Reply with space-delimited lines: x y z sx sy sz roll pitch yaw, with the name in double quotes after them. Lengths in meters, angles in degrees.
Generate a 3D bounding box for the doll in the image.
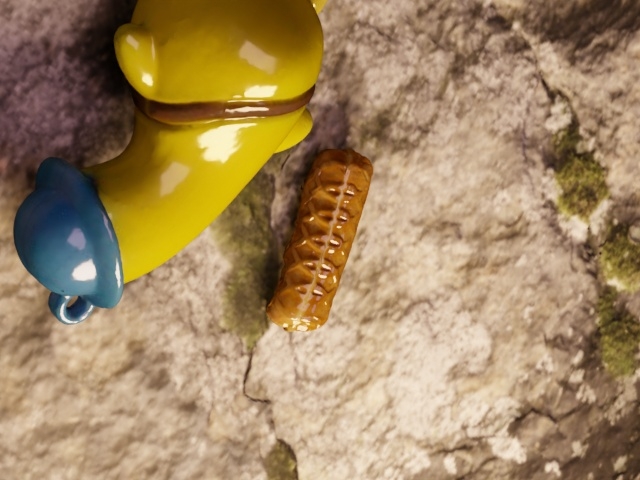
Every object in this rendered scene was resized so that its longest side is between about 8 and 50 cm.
-0.088 -0.092 1.376 0.199 0.145 0.363 36 87 -41 "doll"

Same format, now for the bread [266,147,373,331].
0.000 0.000 1.516 0.052 0.044 0.157 19 89 -31 "bread"
